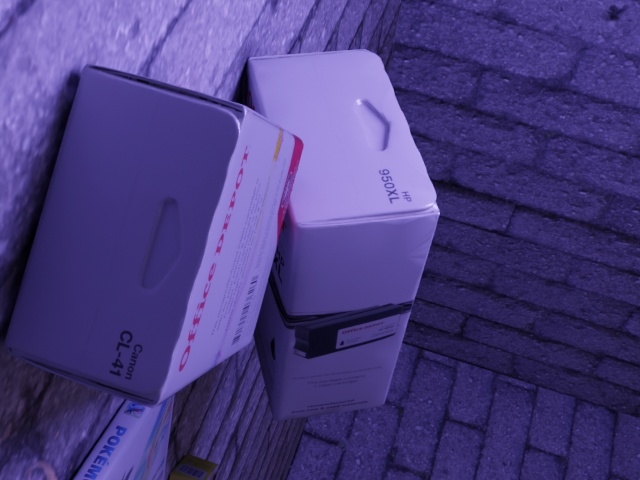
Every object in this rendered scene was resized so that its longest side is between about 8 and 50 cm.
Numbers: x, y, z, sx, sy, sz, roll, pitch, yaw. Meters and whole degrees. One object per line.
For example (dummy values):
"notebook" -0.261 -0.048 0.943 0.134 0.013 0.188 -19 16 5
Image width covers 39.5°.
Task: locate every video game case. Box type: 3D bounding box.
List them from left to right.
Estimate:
"video game case" -0.246 0.346 1.005 0.300 0.036 0.329 -63 167 -56

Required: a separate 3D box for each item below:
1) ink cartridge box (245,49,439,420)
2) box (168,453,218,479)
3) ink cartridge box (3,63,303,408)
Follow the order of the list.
"ink cartridge box" 0.000 0.000 1.132 0.395 0.166 0.285 99 -20 -48
"box" -0.220 0.455 1.371 0.087 0.058 0.232 -38 145 -77
"ink cartridge box" -0.119 -0.009 0.765 0.306 0.131 0.226 -2 109 -82
